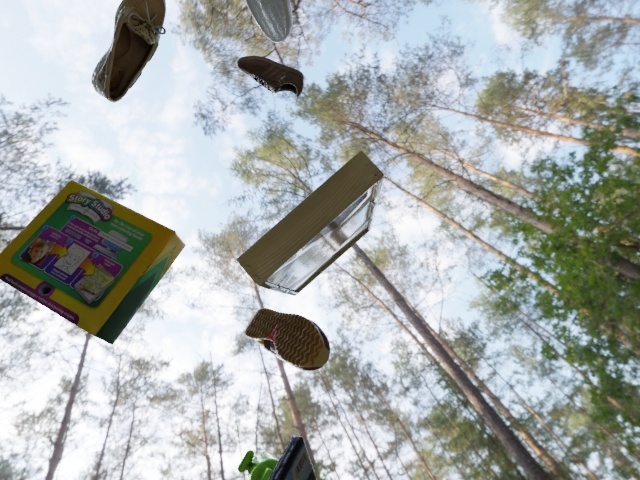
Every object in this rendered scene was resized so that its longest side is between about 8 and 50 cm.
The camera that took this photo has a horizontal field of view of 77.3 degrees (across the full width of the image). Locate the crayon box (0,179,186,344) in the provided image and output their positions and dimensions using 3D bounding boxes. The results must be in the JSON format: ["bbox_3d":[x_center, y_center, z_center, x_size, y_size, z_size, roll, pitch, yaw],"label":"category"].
[{"bbox_3d":[-0.605,0.044,1.056,0.363,0.106,0.313,25,-114,12],"label":"crayon box"}]

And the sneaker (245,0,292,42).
[{"bbox_3d":[-0.097,-0.591,0.836,0.169,0.108,0.292,-53,-43,-34],"label":"sneaker"}]

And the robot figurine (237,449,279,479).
[{"bbox_3d":[-0.095,0.411,0.697,0.101,0.115,0.067,27,-112,-8],"label":"robot figurine"}]

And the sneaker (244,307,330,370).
[{"bbox_3d":[-0.034,0.151,0.593,0.084,0.186,0.069,42,-108,-33],"label":"sneaker"}]

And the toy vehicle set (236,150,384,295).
[{"bbox_3d":[0.000,0.000,0.518,0.166,0.267,0.035,-41,-100,-4],"label":"toy vehicle set"}]

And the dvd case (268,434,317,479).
[{"bbox_3d":[-0.036,0.440,0.558,0.022,0.180,0.252,-7,-72,25],"label":"dvd case"}]

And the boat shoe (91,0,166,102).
[{"bbox_3d":[-0.435,-0.456,0.938,0.105,0.089,0.285,17,-74,-49],"label":"boat shoe"}]

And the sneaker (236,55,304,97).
[{"bbox_3d":[-0.135,-0.441,1.083,0.189,0.066,0.071,7,-100,-17],"label":"sneaker"}]
